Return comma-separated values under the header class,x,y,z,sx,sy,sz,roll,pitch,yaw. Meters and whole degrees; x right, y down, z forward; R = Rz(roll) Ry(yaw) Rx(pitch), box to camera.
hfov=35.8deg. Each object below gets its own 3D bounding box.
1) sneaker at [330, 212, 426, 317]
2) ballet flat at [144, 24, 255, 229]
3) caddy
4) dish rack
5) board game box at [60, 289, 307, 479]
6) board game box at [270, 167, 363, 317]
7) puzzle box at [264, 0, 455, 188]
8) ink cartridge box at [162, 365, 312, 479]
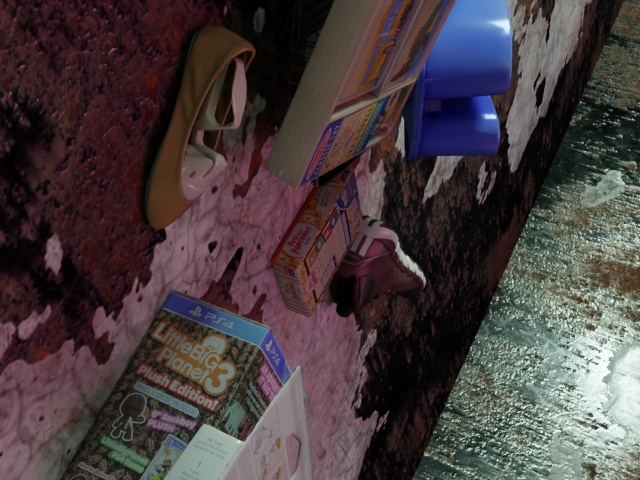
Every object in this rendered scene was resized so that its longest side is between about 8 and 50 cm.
class,x,y,z,sx,sy,sz,roll,pitch,yaw
sneaker,0.086,0.077,1.748,0.162,0.106,0.281,-60,147,-13
ballet flat,-0.128,-0.114,1.065,0.080,0.073,0.232,-7,115,-66
caddy,0.173,-0.269,1.468,0.341,0.179,0.241,-86,179,-46
dish rack,0.022,-0.229,1.337,0.208,0.074,0.271,-45,147,-50
board game box,-0.160,0.251,1.209,0.291,0.141,0.232,-61,157,-23
board game box,0.000,0.000,1.519,0.193,0.045,0.146,-59,157,-26
puzzle box,0.089,-0.269,1.153,0.272,0.052,0.409,-34,154,-55
ink cartridge box,-0.096,0.299,1.128,0.239,0.060,0.275,-54,153,-38
